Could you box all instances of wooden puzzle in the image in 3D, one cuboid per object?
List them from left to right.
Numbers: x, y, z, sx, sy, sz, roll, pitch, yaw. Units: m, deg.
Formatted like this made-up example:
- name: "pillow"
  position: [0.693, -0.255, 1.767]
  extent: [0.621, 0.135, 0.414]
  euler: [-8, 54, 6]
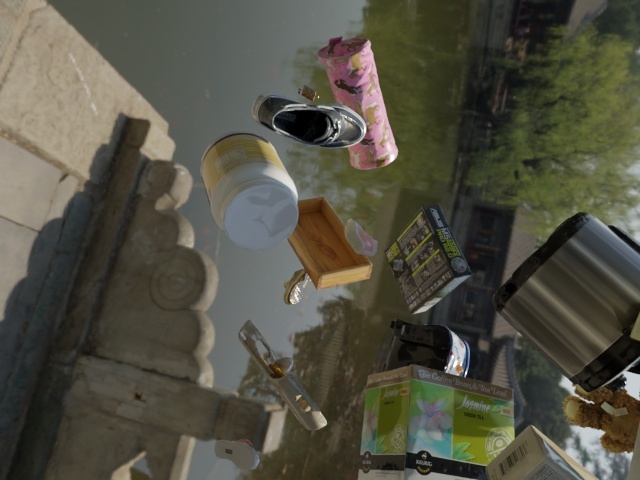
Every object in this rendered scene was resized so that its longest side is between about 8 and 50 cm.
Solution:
- name: "wooden puzzle"
  position: [-0.043, -0.535, 2.065]
  extent: [0.006, 0.083, 0.049]
  euler: [-60, 178, -33]

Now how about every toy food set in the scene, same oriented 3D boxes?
- name: "toy food set"
  position: [-0.104, 0.369, 1.596]
  extent: [0.092, 0.306, 0.220]
  euler: [-37, 123, -13]

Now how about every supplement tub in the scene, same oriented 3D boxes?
- name: "supplement tub"
  position: [-0.202, -0.144, 1.610]
  extent: [0.331, 0.241, 0.241]
  euler: [-118, -157, -52]

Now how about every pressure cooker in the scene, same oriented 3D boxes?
- name: "pressure cooker"
  position: [0.713, 0.184, 1.474]
  extent: [0.369, 0.420, 0.376]
  euler: [-21, 149, -45]

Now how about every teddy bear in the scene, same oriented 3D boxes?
- name: "teddy bear"
  position: [0.848, 0.486, 1.570]
  extent: [0.113, 0.337, 0.245]
  euler: [-2, 94, -58]

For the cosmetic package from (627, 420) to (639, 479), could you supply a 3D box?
- name: "cosmetic package"
  position: [0.750, 0.411, 1.099]
  extent: [0.385, 0.156, 0.217]
  euler: [-40, 177, -45]

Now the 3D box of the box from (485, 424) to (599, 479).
- name: "box"
  position: [0.501, 0.536, 1.135]
  extent: [0.148, 0.311, 0.121]
  euler: [-49, -176, 13]

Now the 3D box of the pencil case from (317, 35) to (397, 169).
- name: "pencil case"
  position: [0.115, -0.399, 1.671]
  extent: [0.160, 0.167, 0.386]
  euler: [-47, 132, -33]

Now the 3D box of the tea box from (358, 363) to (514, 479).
- name: "tea box"
  position: [0.296, 0.516, 1.447]
  extent: [0.220, 0.328, 0.324]
  euler: [-37, -139, 56]

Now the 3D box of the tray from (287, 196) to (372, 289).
- name: "tray"
  position: [0.000, 0.000, 2.056]
  extent: [0.411, 0.202, 0.076]
  euler: [-122, -149, -42]

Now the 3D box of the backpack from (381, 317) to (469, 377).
- name: "backpack"
  position: [0.340, 0.392, 1.803]
  extent: [0.263, 0.213, 0.277]
  euler: [-23, -135, 52]

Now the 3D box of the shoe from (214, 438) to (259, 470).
- name: "shoe"
  position: [-0.199, 0.561, 1.506]
  extent: [0.081, 0.178, 0.064]
  euler: [13, 77, -42]

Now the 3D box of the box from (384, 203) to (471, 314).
- name: "box"
  position: [0.291, 0.059, 1.591]
  extent: [0.270, 0.060, 0.216]
  euler: [121, -46, -57]

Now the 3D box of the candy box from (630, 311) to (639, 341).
- name: "candy box"
  position: [0.730, 0.179, 1.103]
  extent: [0.027, 0.205, 0.105]
  euler: [29, 83, -55]

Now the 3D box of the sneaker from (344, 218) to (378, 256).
- name: "sneaker"
  position: [0.115, -0.003, 1.578]
  extent: [0.051, 0.070, 0.134]
  euler: [-56, -144, 27]

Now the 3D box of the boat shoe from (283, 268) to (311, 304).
- name: "boat shoe"
  position: [-0.093, 0.160, 1.948]
  extent: [0.190, 0.072, 0.068]
  euler: [-51, 134, -57]

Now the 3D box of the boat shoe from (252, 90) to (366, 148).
- name: "boat shoe"
  position: [-0.002, -0.256, 1.266]
  extent: [0.301, 0.102, 0.108]
  euler: [8, 114, -40]
